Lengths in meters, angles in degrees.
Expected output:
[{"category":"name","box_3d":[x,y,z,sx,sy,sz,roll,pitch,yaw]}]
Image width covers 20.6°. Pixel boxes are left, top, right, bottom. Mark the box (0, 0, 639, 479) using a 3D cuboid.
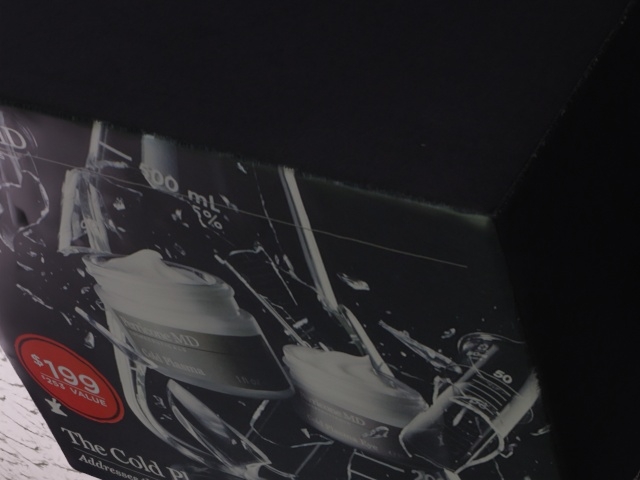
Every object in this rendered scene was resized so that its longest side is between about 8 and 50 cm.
[{"category":"box","box_3d":[0.000,0.000,0.842,0.343,0.179,0.312,14,142,31]}]
